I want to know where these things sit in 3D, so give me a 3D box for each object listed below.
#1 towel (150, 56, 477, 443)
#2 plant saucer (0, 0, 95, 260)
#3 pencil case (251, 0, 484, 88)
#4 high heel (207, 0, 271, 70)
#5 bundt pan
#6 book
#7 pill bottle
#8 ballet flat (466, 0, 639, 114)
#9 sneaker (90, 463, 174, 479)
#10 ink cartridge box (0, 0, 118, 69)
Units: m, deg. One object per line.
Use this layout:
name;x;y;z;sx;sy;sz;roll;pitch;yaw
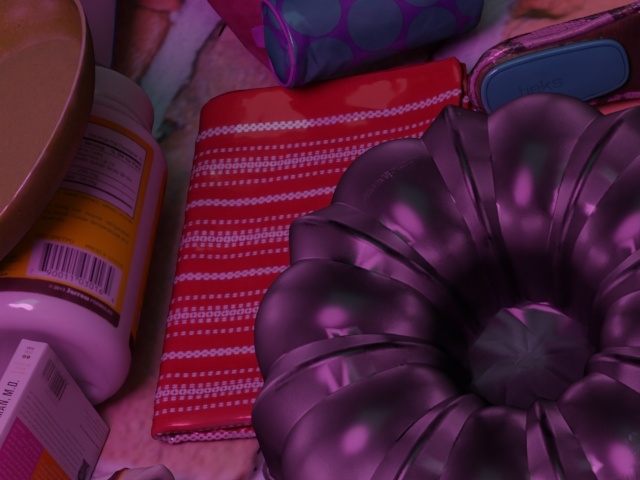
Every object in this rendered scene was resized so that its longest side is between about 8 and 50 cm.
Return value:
towel;0.000;0.000;1.059;0.199;0.031;0.274;-7;51;15
plant saucer;-0.216;-0.050;1.025;0.241;0.037;0.241;-29;41;29
pencil case;0.035;-0.153;1.122;0.152;0.064;0.070;-19;28;-14
high heel;-0.094;-0.187;1.232;0.244;0.082;0.117;13;92;36
bundt pan;0.108;0.057;0.879;0.331;0.124;0.330;-8;59;14
book;-0.175;0.143;0.959;0.035;0.096;0.144;7;55;25
pill bottle;-0.163;-0.007;1.063;0.117;0.117;0.215;-5;51;15
ballet flat;0.202;-0.127;1.070;0.222;0.076;0.079;-11;30;11
sneaker;-0.101;0.201;0.905;0.084;0.069;0.185;-25;49;6
ink cartridge box;-0.307;-0.230;1.222;0.308;0.129;0.223;-3;76;23
